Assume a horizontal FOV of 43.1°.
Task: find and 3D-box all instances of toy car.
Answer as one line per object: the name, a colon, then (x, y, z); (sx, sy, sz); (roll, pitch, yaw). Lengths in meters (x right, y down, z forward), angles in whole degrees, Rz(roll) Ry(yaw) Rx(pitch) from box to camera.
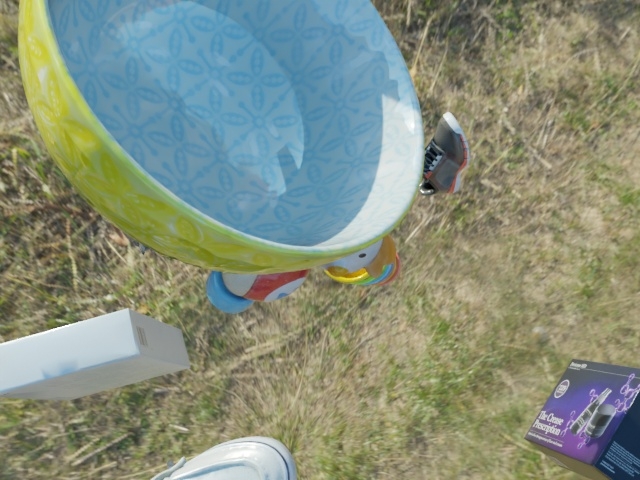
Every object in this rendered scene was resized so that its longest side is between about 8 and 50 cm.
toy car: (0.000, 0.000, 1.073); (0.238, 0.219, 0.210); (17, 58, -17)

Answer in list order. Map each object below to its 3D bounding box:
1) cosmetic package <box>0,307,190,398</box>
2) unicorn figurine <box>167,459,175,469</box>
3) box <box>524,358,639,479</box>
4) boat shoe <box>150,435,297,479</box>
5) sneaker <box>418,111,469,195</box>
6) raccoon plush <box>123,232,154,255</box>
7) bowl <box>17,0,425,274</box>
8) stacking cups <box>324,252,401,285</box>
cosmetic package: (-0.444, 0.234, 1.592); (0.284, 0.377, 0.097); (-17, 77, 1)
unicorn figurine: (-0.245, 0.449, 1.484); (0.162, 0.111, 0.060); (3, 102, -34)
box: (0.484, 0.311, 1.388); (0.103, 0.261, 0.184); (38, 80, -5)
boat shoe: (-0.203, 0.346, 0.951); (0.367, 0.156, 0.136); (-28, 74, 7)
sneaker: (0.164, -0.110, 1.130); (0.065, 0.158, 0.061); (-19, 55, -10)
raccoon plush: (-0.158, -0.120, 1.190); (0.299, 0.446, 0.216); (-32, 123, -21)
bowl: (-0.084, -0.092, 0.559); (0.289, 0.156, 0.289); (22, 53, -32)
stacking cups: (0.073, 0.034, 1.338); (0.096, 0.316, 0.096); (-1, 83, 11)
